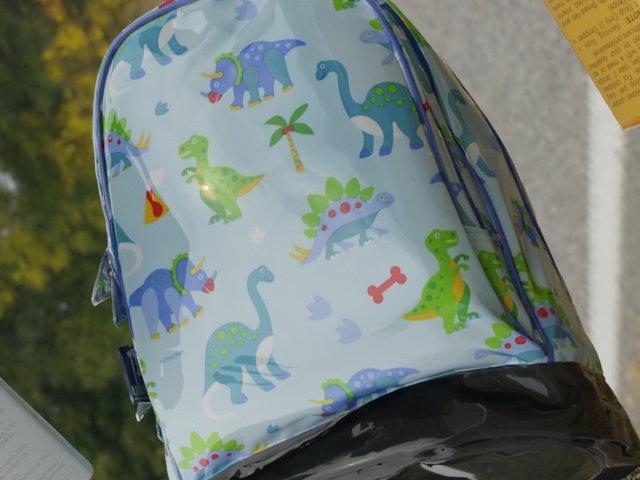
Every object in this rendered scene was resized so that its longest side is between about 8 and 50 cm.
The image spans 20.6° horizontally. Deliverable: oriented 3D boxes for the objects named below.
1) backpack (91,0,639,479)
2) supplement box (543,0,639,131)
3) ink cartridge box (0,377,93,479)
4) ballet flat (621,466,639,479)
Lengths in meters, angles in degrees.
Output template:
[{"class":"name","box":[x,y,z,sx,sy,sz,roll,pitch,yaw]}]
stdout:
[{"class":"backpack","box":[0.000,0.000,1.077,0.273,0.290,0.355,43,-148,-53]},{"class":"supplement box","box":[0.144,-0.179,0.935,0.233,0.078,0.080,58,150,1]},{"class":"ink cartridge box","box":[-0.309,0.018,1.048,0.304,0.072,0.307,31,164,41]},{"class":"ballet flat","box":[0.107,0.210,1.284,0.164,0.483,0.182,137,143,-60]}]
